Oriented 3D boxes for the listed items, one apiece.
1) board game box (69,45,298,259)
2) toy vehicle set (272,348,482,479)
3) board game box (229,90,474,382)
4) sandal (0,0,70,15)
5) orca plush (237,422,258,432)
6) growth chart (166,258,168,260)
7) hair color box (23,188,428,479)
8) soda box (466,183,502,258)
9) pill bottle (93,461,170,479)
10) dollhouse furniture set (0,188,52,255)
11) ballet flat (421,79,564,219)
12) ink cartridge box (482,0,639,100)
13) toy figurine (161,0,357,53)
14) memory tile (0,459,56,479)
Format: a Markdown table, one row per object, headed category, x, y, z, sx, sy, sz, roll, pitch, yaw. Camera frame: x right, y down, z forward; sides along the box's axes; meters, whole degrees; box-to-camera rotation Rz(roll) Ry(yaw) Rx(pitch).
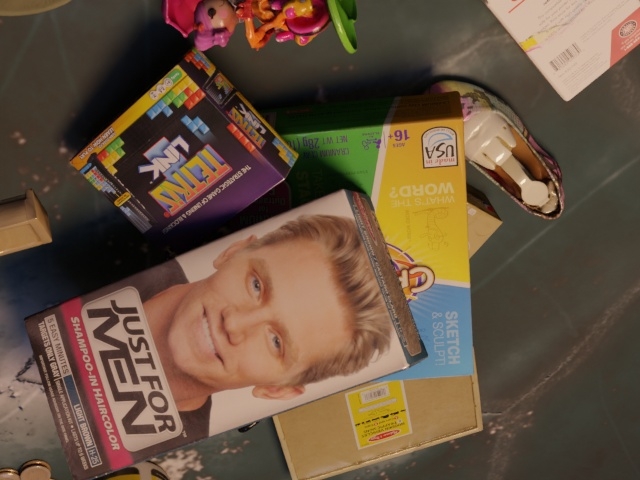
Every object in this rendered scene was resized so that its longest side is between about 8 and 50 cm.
| category | x | y | z | sx | sy | sz | roll | pitch | yaw |
| --- | --- | --- | --- | --- | --- | --- | --- | --- | --- |
| board game box | -0.130 | -0.076 | 0.954 | 0.170 | 0.048 | 0.141 | -34 | 107 | 34 |
| toy vehicle set | 0.074 | 0.218 | 1.313 | 0.266 | 0.035 | 0.166 | -16 | 130 | -5 |
| board game box | 0.035 | 0.010 | 1.065 | 0.242 | 0.064 | 0.317 | -5 | 122 | 5 |
| sandal | -0.330 | -0.236 | 0.804 | 0.302 | 0.086 | 0.120 | 6 | 125 | -21 |
| orca plush | -0.091 | 0.149 | 1.057 | 0.287 | 0.102 | 0.151 | -10 | 122 | 11 |
| growth chart | -0.078 | 0.084 | 1.173 | 0.237 | 0.021 | 0.172 | 7 | 125 | -22 |
| hair color box | -0.093 | 0.092 | 0.974 | 0.347 | 0.174 | 0.105 | -22 | 173 | 14 |
| soda box | 0.119 | 0.017 | 1.156 | 0.061 | 0.058 | 0.181 | 26 | 116 | -31 |
| pill bottle | -0.229 | 0.381 | 1.237 | 0.119 | 0.208 | 0.119 | -8 | 128 | -10 |
| dollhouse furniture set | -0.315 | 0.001 | 0.868 | 0.181 | 0.101 | 0.161 | -16 | 153 | -5 |
| ballet flat | 0.195 | -0.091 | 1.081 | 0.077 | 0.079 | 0.221 | -42 | 126 | 18 |
| ink cartridge box | 0.222 | -0.242 | 0.980 | 0.115 | 0.067 | 0.198 | -39 | 129 | 14 |
| toy figurine | -0.060 | -0.210 | 0.876 | 0.159 | 0.173 | 0.130 | -16 | 148 | 13 |
| memory tile | -0.379 | 0.338 | 1.285 | 0.113 | 0.012 | 0.148 | -14 | 129 | -6 |
